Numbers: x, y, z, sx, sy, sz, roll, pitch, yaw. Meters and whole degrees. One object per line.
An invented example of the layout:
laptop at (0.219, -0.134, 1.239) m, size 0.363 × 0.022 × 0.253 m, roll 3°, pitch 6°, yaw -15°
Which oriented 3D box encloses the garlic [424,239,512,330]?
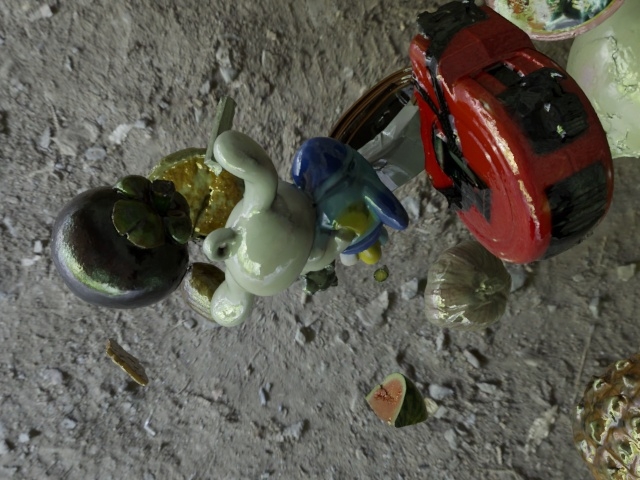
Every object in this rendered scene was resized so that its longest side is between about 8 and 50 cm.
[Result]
garlic at (0.496, 0.165, 1.876) m, size 0.317 × 0.259 × 0.318 m, roll 4°, pitch 77°, yaw -19°

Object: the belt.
belt at (0.126, -0.198, 1.044) m, size 0.261 × 0.184 × 0.105 m, roll -46°, pitch 130°, yaw 3°

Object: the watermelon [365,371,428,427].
watermelon at (0.256, 0.494, 1.804) m, size 0.159 × 0.303 × 0.129 m, roll -3°, pitch 92°, yaw -11°

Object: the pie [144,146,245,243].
pie at (-0.362, -0.124, 1.662) m, size 0.339 × 0.077 × 0.339 m, roll -3°, pitch 120°, yaw -6°

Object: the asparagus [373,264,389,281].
asparagus at (0.189, 0.099, 1.694) m, size 0.041 × 0.178 × 0.045 m, roll 32°, pitch 98°, yaw 9°

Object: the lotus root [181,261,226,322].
lotus root at (-0.333, 0.145, 1.645) m, size 0.260 × 0.128 × 0.145 m, roll 33°, pitch 115°, yaw 33°

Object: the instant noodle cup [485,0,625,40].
instant noodle cup at (0.380, -0.495, 0.924) m, size 0.243 × 0.244 × 0.255 m, roll 17°, pitch 47°, yaw -3°

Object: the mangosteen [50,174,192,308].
mangosteen at (-0.429, -0.002, 1.226) m, size 0.300 × 0.300 × 0.300 m, roll 0°, pitch 86°, yaw -4°

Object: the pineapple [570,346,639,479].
pineapple at (0.339, 0.122, 0.452) m, size 0.157 × 0.279 × 0.158 m, roll 11°, pitch 48°, yaw -12°

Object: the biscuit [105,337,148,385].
biscuit at (-0.631, 0.398, 1.833) m, size 0.250 × 0.162 × 0.035 m, roll 31°, pitch 83°, yaw 38°

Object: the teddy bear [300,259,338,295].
teddy bear at (-0.038, 0.098, 1.897) m, size 0.251 × 0.171 × 0.144 m, roll 26°, pitch 55°, yaw -7°

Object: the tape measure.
tape measure at (0.201, -0.102, 0.626) m, size 0.114 × 0.253 × 0.260 m, roll -26°, pitch 51°, yaw -4°

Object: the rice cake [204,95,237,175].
rice cake at (-0.272, -0.295, 1.558) m, size 0.052 × 0.057 × 0.256 m, roll -11°, pitch 54°, yaw 25°

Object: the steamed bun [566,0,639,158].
steamed bun at (0.613, -0.331, 1.091) m, size 0.232 × 0.312 × 0.334 m, roll -25°, pitch 61°, yaw -7°

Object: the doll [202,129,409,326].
doll at (-0.020, -0.039, 0.900) m, size 0.365 × 0.376 × 0.187 m, roll -18°, pitch 72°, yaw -28°
